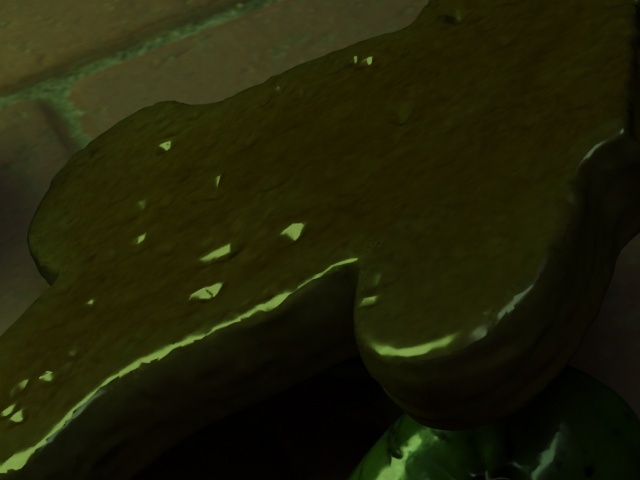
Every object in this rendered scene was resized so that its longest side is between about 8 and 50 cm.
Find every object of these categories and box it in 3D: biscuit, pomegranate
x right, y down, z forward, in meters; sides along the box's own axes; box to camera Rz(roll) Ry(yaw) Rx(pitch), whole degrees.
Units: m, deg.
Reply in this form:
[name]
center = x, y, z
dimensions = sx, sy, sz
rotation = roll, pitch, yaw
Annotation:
[biscuit]
center = 0.000, 0.000, 0.909
dimensions = 0.394, 0.076, 0.368
rotation = -24, 30, 23
[pomegranate]
center = 0.072, 0.108, 0.853
dimensions = 0.152, 0.131, 0.191
rotation = -18, 36, -3
